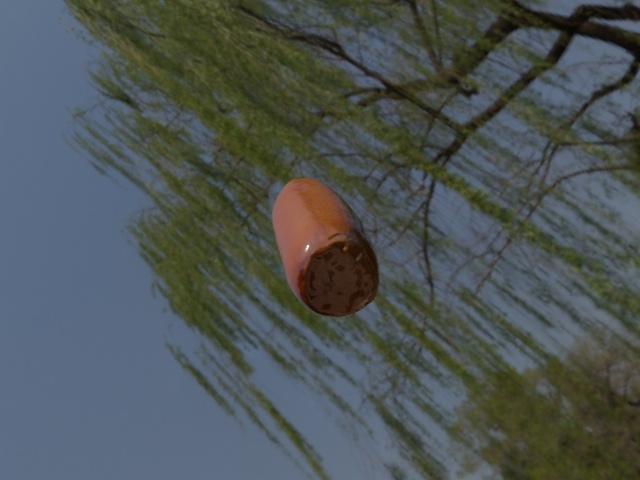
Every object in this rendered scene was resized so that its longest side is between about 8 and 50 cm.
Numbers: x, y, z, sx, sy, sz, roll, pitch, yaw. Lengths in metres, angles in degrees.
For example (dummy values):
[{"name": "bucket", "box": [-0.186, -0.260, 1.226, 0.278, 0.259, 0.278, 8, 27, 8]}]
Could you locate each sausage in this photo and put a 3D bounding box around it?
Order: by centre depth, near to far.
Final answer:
[{"name": "sausage", "box": [0.000, 0.000, 0.635, 0.076, 0.197, 0.076, -3, -71, -9]}]
